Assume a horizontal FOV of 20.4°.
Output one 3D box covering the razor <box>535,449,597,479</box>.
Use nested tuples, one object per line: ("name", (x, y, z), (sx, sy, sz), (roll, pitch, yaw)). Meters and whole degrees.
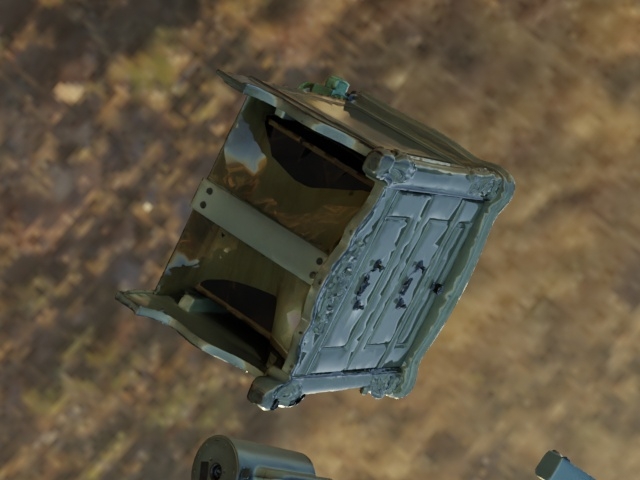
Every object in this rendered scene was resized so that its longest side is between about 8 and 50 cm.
("razor", (0.318, 0.276, 1.757), (0.277, 0.111, 0.056), (25, 90, -30))

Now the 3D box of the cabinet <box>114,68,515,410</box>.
("cabinet", (0.000, 0.000, 1.864), (0.318, 0.227, 0.290), (4, 115, -63))

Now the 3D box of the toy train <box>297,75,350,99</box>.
("toy train", (-0.013, -0.080, 2.195), (0.119, 0.085, 0.251), (21, 95, -46))

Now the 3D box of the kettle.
("kettle", (-0.079, 0.312, 2.373), (0.148, 0.098, 0.127), (15, 135, -40))
